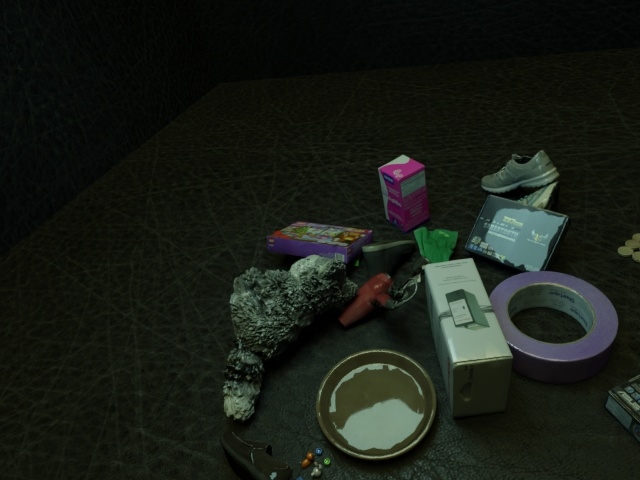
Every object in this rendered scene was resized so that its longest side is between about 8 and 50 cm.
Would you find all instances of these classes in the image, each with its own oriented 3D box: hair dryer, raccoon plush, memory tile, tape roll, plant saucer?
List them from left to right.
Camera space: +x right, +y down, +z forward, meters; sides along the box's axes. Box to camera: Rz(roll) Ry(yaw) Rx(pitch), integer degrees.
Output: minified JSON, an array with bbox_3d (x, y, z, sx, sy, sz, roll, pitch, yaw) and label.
[{"bbox_3d":[-0.060,0.237,1.169,0.298,0.216,0.448,-7,67,18],"label":"raccoon plush"},{"bbox_3d":[0.127,0.375,1.036,0.277,0.041,0.278,-9,39,8],"label":"plant saucer"},{"bbox_3d":[0.153,0.144,1.192,0.293,0.080,0.223,-42,-4,32],"label":"hair dryer"},{"bbox_3d":[0.543,0.198,1.070,0.274,0.090,0.275,-9,39,8],"label":"tape roll"},{"bbox_3d":[0.903,0.035,1.210,0.113,0.012,0.148,-33,40,-21],"label":"memory tile"}]

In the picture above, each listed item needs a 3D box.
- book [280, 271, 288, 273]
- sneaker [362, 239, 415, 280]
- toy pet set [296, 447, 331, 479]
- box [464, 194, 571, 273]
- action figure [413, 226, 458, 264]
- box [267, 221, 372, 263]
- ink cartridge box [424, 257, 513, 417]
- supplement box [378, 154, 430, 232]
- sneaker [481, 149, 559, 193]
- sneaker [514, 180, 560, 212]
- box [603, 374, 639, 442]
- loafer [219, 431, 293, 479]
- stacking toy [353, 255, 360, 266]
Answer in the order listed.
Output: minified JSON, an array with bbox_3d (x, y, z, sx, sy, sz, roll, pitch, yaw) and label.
[{"bbox_3d":[-0.090,0.135,1.420,0.144,0.035,0.096,-3,36,16],"label":"book"},{"bbox_3d":[0.212,0.062,1.380,0.221,0.118,0.083,-9,7,-40],"label":"sneaker"},{"bbox_3d":[-0.017,0.492,0.919,0.114,0.065,0.122,-33,40,-21],"label":"toy pet set"},{"bbox_3d":[0.556,-0.013,1.278,0.232,0.059,0.184,26,90,40],"label":"box"},{"bbox_3d":[0.349,0.050,1.345,0.137,0.064,0.232,-2,36,14],"label":"action figure"},{"bbox_3d":[0.000,0.000,1.476,0.292,0.057,0.200,8,19,28],"label":"box"},{"bbox_3d":[0.327,0.218,1.024,0.121,0.211,0.289,-9,39,6],"label":"ink cartridge box"},{"bbox_3d":[0.281,-0.154,1.494,0.113,0.220,0.111,-28,39,-16],"label":"supplement box"},{"bbox_3d":[0.652,-0.234,1.493,0.105,0.116,0.281,-28,10,-27],"label":"sneaker"},{"bbox_3d":[0.653,-0.106,1.398,0.122,0.110,0.283,19,49,41],"label":"sneaker"},{"bbox_3d":[0.725,0.357,0.831,0.216,0.060,0.270,-21,38,-9],"label":"box"},{"bbox_3d":[-0.138,0.477,0.969,0.078,0.080,0.219,-31,31,-35],"label":"loafer"},{"bbox_3d":[0.024,0.094,1.386,0.166,0.052,0.221,6,36,15],"label":"stacking toy"}]
